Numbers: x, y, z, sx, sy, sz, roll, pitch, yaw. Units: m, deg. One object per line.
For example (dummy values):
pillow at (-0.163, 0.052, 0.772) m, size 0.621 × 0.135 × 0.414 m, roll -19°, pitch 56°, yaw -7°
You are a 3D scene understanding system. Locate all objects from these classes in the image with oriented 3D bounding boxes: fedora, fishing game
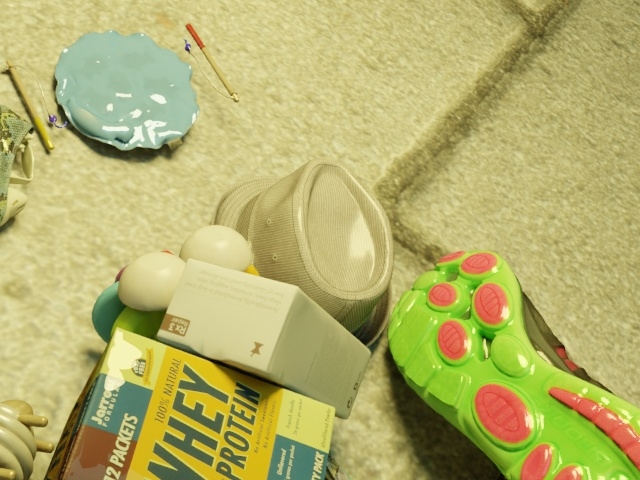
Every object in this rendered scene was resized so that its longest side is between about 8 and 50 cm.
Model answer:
fedora at (0.000, 0.000, 1.016) m, size 0.243 × 0.124 × 0.276 m, roll 13°, pitch 52°, yaw -23°
fishing game at (-0.240, -0.185, 1.066) m, size 0.264 × 0.041 × 0.189 m, roll -25°, pitch 72°, yaw -32°

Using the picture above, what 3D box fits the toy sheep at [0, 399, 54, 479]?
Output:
toy sheep at (-0.288, 0.188, 0.732) m, size 0.091 × 0.091 × 0.132 m, roll 32°, pitch 32°, yaw -7°

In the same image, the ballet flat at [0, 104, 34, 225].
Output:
ballet flat at (-0.339, -0.064, 0.904) m, size 0.070 × 0.070 × 0.189 m, roll 14°, pitch 55°, yaw -22°

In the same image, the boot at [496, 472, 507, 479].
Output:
boot at (0.309, 0.335, 0.981) m, size 0.248 × 0.090 × 0.207 m, roll 29°, pitch 50°, yaw -5°

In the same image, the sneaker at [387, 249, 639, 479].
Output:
sneaker at (0.229, 0.184, 0.946) m, size 0.202 × 0.185 × 0.483 m, roll 51°, pitch 4°, yaw -38°

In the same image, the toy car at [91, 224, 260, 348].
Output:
toy car at (-0.155, 0.066, 0.880) m, size 0.136 × 0.159 × 0.182 m, roll 23°, pitch 36°, yaw 35°

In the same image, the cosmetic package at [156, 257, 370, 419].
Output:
cosmetic package at (-0.043, 0.100, 0.813) m, size 0.117 × 0.231 × 0.086 m, roll 14°, pitch 74°, yaw 23°

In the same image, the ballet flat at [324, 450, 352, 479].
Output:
ballet flat at (0.002, 0.241, 0.902) m, size 0.041 × 0.041 × 0.114 m, roll -25°, pitch 72°, yaw -40°

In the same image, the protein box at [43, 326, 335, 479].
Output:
protein box at (-0.126, 0.207, 0.737) m, size 0.201 × 0.200 × 0.136 m, roll 23°, pitch 50°, yaw -14°
